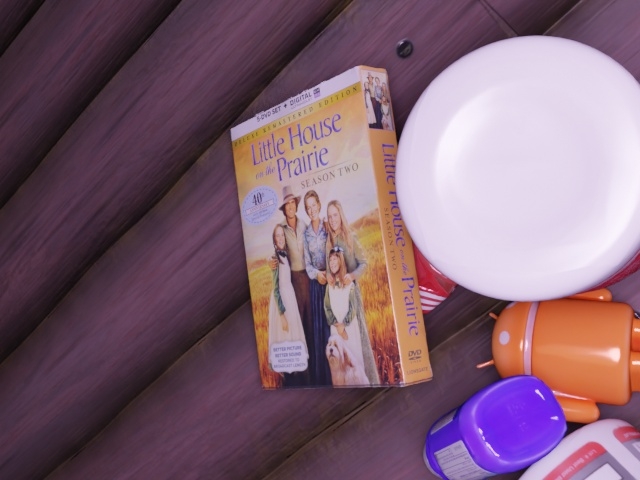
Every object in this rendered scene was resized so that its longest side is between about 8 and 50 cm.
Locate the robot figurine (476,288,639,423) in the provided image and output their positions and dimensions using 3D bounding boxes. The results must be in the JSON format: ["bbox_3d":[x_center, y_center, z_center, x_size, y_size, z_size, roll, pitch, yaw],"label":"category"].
[{"bbox_3d":[0.309,0.135,0.899,0.219,0.128,0.158,3,94,28],"label":"robot figurine"}]

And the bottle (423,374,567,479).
[{"bbox_3d":[0.192,0.243,0.885,0.118,0.283,0.092,-22,71,-17],"label":"bottle"}]

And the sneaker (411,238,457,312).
[{"bbox_3d":[0.094,0.016,1.041,0.221,0.087,0.128,45,106,23],"label":"sneaker"}]

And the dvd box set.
[{"bbox_3d":[0.000,0.000,1.047,0.308,0.062,0.420,-13,82,47],"label":"dvd box set"}]

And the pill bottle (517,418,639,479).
[{"bbox_3d":[0.375,0.384,0.755,0.210,0.210,0.363,-55,46,15],"label":"pill bottle"}]

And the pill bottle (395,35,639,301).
[{"bbox_3d":[0.253,-0.054,0.778,0.229,0.408,0.229,-1,87,27],"label":"pill bottle"}]
